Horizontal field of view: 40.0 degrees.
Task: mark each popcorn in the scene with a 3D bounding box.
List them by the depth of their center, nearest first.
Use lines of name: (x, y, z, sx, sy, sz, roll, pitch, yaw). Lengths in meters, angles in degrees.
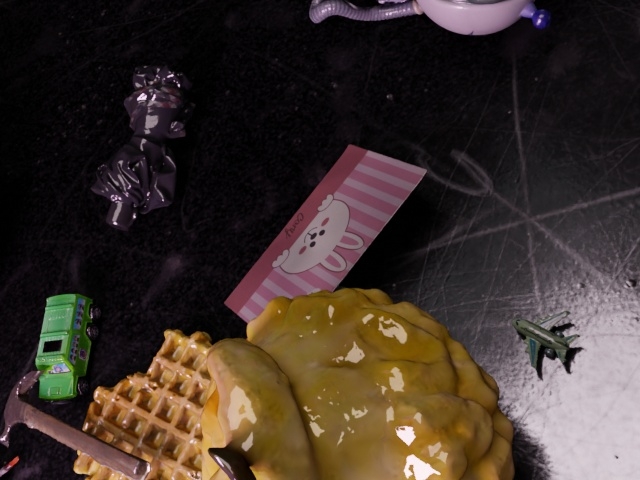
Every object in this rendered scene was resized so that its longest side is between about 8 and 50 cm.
popcorn: (0.015, 0.217, 0.913, 0.349, 0.382, 0.348, 0, 90, 29)

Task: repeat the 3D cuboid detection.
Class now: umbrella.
umbrella: (-0.273, -0.145, 1.389, 0.110, 0.122, 0.272, -26, 46, 66)

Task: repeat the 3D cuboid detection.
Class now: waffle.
waffle: (-0.226, 0.244, 1.190, 0.253, 0.056, 0.249, -16, 59, 19)

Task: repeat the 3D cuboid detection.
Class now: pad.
pad: (0.000, 0.000, 1.195, 0.299, 0.005, 0.202, -51, 32, -6)

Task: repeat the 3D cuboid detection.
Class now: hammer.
hammer: (-0.335, 0.263, 1.185, 0.297, 0.027, 0.125, 15, 88, 38)

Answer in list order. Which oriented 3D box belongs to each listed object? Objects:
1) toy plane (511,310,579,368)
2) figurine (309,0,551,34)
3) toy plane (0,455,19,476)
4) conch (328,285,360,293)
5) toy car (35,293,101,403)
toy plane: (0.264, 0.114, 1.044, 0.083, 0.033, 0.080, 25, 78, 40)
figurine: (0.167, -0.409, 1.276, 0.382, 0.186, 0.261, 24, 66, 39)
toy plane: (-0.468, 0.375, 1.228, 0.126, 0.077, 0.194, -35, 64, 15)
conch: (0.039, 0.133, 1.119, 0.106, 0.079, 0.170, -43, 61, 18)
toy car: (-0.378, 0.157, 1.301, 0.071, 0.062, 0.165, -8, 61, 20)
